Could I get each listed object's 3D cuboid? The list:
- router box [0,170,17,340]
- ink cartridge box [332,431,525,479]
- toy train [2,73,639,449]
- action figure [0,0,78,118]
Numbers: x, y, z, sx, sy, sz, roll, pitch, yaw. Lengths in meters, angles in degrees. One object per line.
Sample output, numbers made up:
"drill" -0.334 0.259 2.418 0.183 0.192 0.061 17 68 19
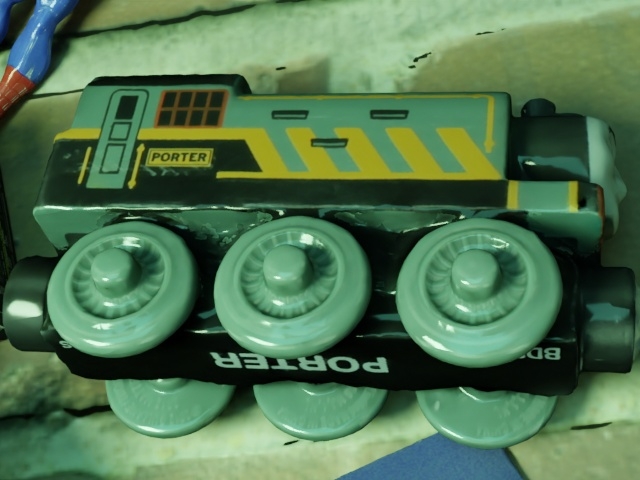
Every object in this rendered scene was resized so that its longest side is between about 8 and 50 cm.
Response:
"router box" -0.219 -0.007 0.696 0.038 0.092 0.122 -19 67 5
"ink cartridge box" 0.045 0.238 0.483 0.304 0.072 0.307 -19 65 -29
"toy train" 0.000 0.000 0.624 0.334 0.142 0.190 0 57 12
"action figure" -0.173 -0.202 0.740 0.091 0.139 0.280 32 77 20
